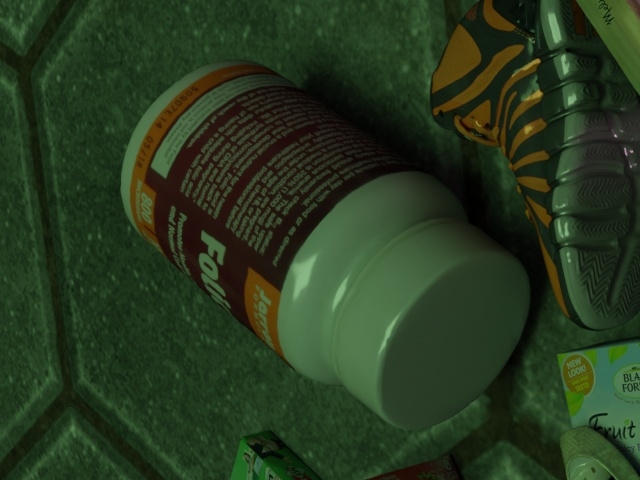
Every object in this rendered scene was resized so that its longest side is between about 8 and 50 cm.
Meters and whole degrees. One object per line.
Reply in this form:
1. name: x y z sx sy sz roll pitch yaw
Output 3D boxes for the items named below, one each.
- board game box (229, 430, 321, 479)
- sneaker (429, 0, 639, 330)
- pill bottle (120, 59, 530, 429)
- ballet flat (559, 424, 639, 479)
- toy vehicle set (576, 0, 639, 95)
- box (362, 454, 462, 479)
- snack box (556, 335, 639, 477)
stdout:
1. board game box: -0.048 0.406 1.771 0.213 0.046 0.317 40 126 39
2. sneaker: 0.194 -0.075 1.353 0.180 0.124 0.321 -15 75 54
3. pill bottle: 0.000 0.000 1.495 0.392 0.224 0.224 37 124 40
4. ballet flat: 0.244 0.217 1.278 0.168 0.052 0.057 48 132 33
5. toy vehicle set: 0.259 -0.200 1.197 0.035 0.166 0.267 -49 61 42
6. box: 0.032 0.308 1.494 0.122 0.257 0.128 -40 67 43
7. snack box: 0.300 0.181 1.301 0.174 0.070 0.207 -15 84 50
